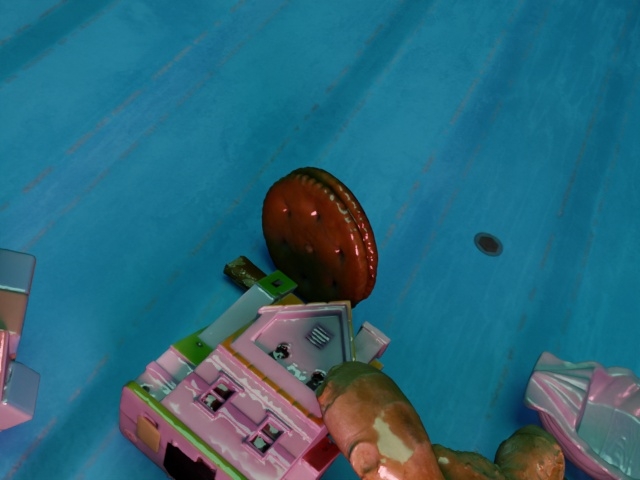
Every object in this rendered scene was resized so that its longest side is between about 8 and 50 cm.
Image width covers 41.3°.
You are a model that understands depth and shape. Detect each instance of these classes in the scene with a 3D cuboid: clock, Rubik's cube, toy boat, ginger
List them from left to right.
[{"bbox_3d":[-0.444,0.120,0.938,0.265,0.224,0.213,13,47,-19],"label":"Rubik's cube"},{"bbox_3d":[-0.059,0.187,1.071,0.235,0.166,0.309,38,54,13],"label":"clock"},{"bbox_3d":[0.160,0.306,0.913,0.363,0.122,0.348,32,31,-30],"label":"ginger"},{"bbox_3d":[0.423,0.277,1.224,0.290,0.100,0.199,32,45,6],"label":"toy boat"}]

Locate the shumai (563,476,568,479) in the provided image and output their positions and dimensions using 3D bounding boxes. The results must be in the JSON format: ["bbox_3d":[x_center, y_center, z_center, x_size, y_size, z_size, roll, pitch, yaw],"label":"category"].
[{"bbox_3d":[0.294,0.340,1.140,0.123,0.105,0.139,35,32,-60],"label":"shumai"}]

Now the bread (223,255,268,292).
[{"bbox_3d":[-0.100,0.059,1.255,0.083,0.036,0.047,37,39,14],"label":"bread"}]

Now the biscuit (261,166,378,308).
[{"bbox_3d":[0.000,0.000,1.223,0.066,0.220,0.220,-28,64,-34],"label":"biscuit"}]
